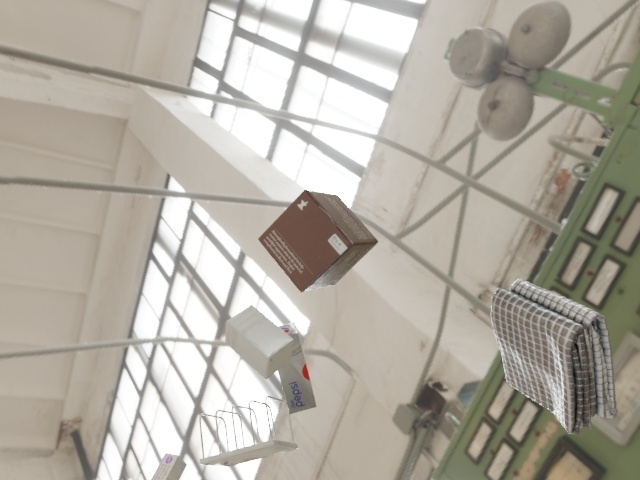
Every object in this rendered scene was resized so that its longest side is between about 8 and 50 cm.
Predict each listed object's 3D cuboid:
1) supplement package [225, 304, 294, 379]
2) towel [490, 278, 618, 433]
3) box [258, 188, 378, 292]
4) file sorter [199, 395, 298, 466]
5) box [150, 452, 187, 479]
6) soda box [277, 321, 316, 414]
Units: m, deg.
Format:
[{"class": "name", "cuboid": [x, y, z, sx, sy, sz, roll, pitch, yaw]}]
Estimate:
[{"class": "supplement package", "cuboid": [-0.180, 0.294, 1.682, 0.105, 0.179, 0.105, -31, -34, -39]}, {"class": "towel", "cuboid": [0.494, 0.251, 1.249, 0.121, 0.235, 0.284, -25, -66, -21]}, {"class": "box", "cuboid": [0.000, 0.000, 1.351, 0.167, 0.168, 0.203, -44, -15, 17]}, {"class": "file sorter", "cuboid": [-0.252, 0.656, 1.984, 0.277, 0.173, 0.193, -19, -28, 15]}, {"class": "box", "cuboid": [-0.544, 0.853, 1.864, 0.067, 0.063, 0.324, 63, -143, -36]}, {"class": "soda box", "cuboid": [-0.092, 0.419, 1.892, 0.097, 0.091, 0.287, -14, -70, -5]}]
